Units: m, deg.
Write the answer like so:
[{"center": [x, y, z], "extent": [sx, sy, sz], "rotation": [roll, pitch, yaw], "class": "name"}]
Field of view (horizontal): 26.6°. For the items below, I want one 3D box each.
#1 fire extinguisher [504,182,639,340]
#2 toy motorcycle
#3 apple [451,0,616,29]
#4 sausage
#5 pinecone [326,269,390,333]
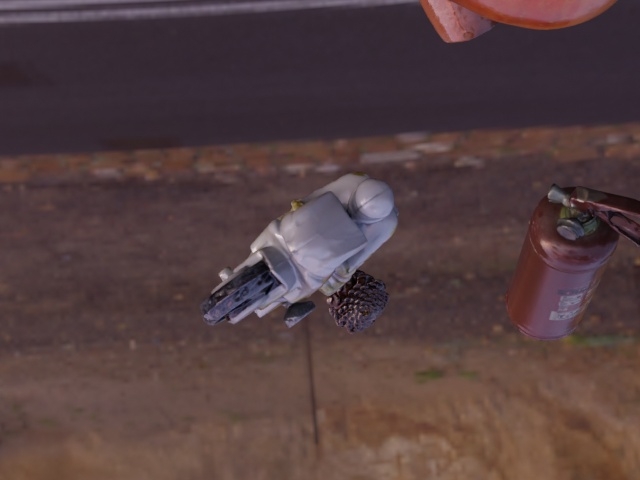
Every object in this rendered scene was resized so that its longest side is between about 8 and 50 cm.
[{"center": [0.313, 0.022, 1.620], "extent": [0.147, 0.106, 0.337], "rotation": [25, 158, 10], "class": "fire extinguisher"}, {"center": [0.000, 0.000, 1.000], "extent": [0.151, 0.074, 0.229], "rotation": [-38, 174, 24], "class": "toy motorcycle"}, {"center": [0.195, -0.322, 1.221], "extent": [0.242, 0.242, 0.241], "rotation": [-3, 152, -10], "class": "apple"}, {"center": [0.153, -0.396, 1.814], "extent": [0.114, 0.259, 0.113], "rotation": [-26, -163, 9], "class": "sausage"}, {"center": [0.041, 0.069, 1.633], "extent": [0.077, 0.077, 0.083], "rotation": [0, -157, -28], "class": "pinecone"}]
